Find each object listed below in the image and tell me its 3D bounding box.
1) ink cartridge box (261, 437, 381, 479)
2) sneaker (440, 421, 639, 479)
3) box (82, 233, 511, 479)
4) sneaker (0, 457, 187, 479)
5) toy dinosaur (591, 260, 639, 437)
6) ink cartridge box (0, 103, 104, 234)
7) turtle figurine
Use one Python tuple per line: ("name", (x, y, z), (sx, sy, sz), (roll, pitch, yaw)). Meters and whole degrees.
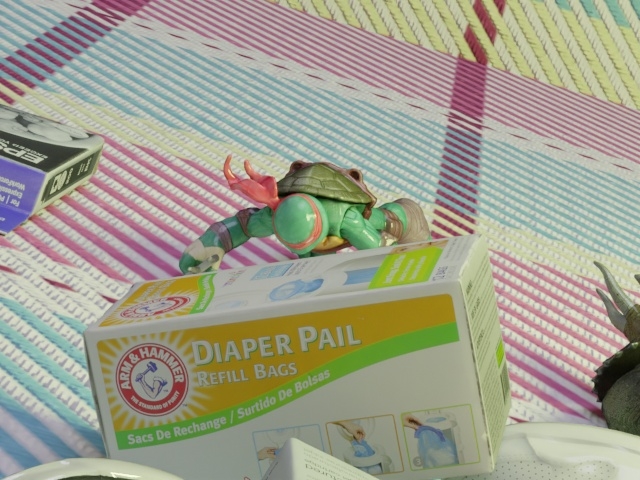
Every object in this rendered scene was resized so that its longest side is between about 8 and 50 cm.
("ink cartridge box", (0.028, 0.174, 0.882), (0.127, 0.072, 0.175), (27, 13, -11))
("sneaker", (0.175, 0.182, 0.983), (0.292, 0.108, 0.169), (22, 13, 17))
("box", (-0.010, 0.070, 1.056), (0.203, 0.103, 0.114), (-8, 11, 13))
("sneaker", (-0.106, 0.157, 0.754), (0.147, 0.105, 0.295), (23, 13, 40))
("toy dinosaur", (0.251, 0.120, 1.330), (0.160, 0.121, 0.313), (6, 18, 9))
("ink cartridge box", (-0.295, -0.075, 1.533), (0.206, 0.045, 0.208), (18, 17, 6))
("turtle figurine", (0.000, 0.000, 1.453), (0.175, 0.118, 0.234), (20, 10, 15))
